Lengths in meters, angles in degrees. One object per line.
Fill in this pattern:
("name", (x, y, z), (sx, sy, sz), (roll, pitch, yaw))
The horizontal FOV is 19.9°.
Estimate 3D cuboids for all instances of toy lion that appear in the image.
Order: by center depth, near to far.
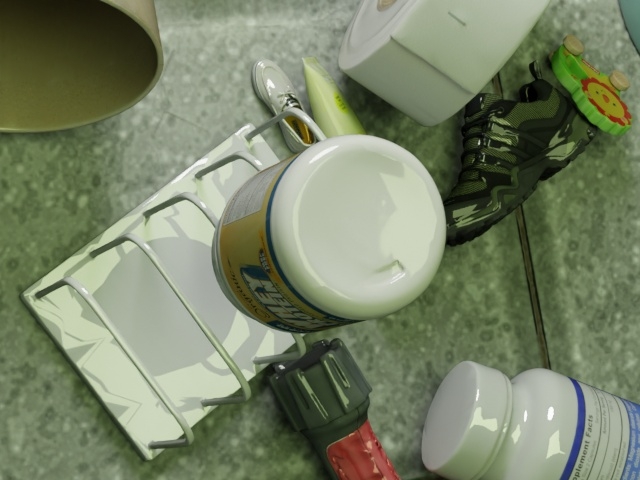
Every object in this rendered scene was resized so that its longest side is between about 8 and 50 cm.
("toy lion", (0.274, -0.151, 1.845), (0.100, 0.034, 0.096), (37, 33, -11))

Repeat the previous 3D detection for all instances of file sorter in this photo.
("file sorter", (-0.087, 0.035, 1.637), (0.277, 0.173, 0.193), (-39, 97, -21))

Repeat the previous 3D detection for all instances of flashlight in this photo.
("flashlight", (0.062, 0.237, 1.690), (0.103, 0.103, 0.304), (-26, 99, 13))

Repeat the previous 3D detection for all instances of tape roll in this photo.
("tape roll", (0.134, -0.248, 1.701), (0.100, 0.286, 0.286), (34, 72, -13))

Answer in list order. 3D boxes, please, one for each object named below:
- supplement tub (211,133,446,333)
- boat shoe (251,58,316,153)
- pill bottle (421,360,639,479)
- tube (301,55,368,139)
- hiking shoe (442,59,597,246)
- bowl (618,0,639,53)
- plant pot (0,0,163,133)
("supplement tub", (0.000, 0.000, 1.474), (0.144, 0.199, 0.144), (3, 81, -21))
("boat shoe", (-0.033, -0.131, 1.754), (0.035, 0.035, 0.100), (-26, 92, -21))
("pill bottle", (0.239, 0.212, 1.741), (0.272, 0.152, 0.152), (21, 75, -16))
("tube", (0.036, -0.066, 1.750), (0.062, 0.070, 0.240), (-25, 93, -32))
("hiking shoe", (0.165, -0.083, 1.805), (0.227, 0.086, 0.114), (-38, 87, -30))
("bowl", (0.481, -0.286, 1.900), (0.311, 0.163, 0.312), (3, 82, -20))
("plant pot", (-0.267, -0.273, 1.600), (0.256, 0.256, 0.274), (7, 63, -19))
